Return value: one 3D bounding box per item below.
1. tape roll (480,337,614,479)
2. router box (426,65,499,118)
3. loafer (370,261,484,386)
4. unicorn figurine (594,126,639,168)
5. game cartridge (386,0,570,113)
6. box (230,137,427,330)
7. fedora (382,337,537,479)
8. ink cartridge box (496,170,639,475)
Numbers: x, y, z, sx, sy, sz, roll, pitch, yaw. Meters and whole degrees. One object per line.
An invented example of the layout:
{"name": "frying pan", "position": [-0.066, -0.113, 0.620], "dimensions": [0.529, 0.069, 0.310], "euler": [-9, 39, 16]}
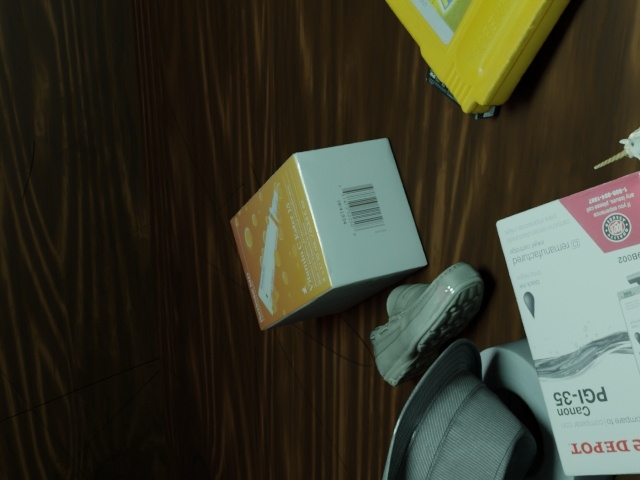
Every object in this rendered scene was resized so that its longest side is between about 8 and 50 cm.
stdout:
{"name": "tape roll", "position": [0.273, 0.233, 1.201], "dimensions": [0.219, 0.072, 0.219], "euler": [38, 135, 53]}
{"name": "router box", "position": [0.188, -0.224, 1.217], "dimensions": [0.122, 0.038, 0.092], "euler": [50, 144, 45]}
{"name": "loafer", "position": [0.141, 0.110, 1.382], "dimensions": [0.111, 0.112, 0.319], "euler": [59, 151, 19]}
{"name": "unicorn figurine", "position": [0.348, -0.123, 0.909], "dimensions": [0.111, 0.060, 0.161], "euler": [41, 121, 53]}
{"name": "game cartridge", "position": [0.175, -0.350, 1.120], "dimensions": [0.323, 0.053, 0.285], "euler": [63, 143, 34]}
{"name": "box", "position": [0.000, 0.000, 1.565], "dimensions": [0.345, 0.168, 0.215], "euler": [-38, 66, 63]}
{"name": "fedora", "position": [0.175, 0.265, 1.129], "dimensions": [0.124, 0.244, 0.275], "euler": [24, 129, 25]}
{"name": "ink cartridge box", "position": [0.318, 0.085, 0.952], "dimensions": [0.207, 0.117, 0.283], "euler": [-23, 79, 55]}
